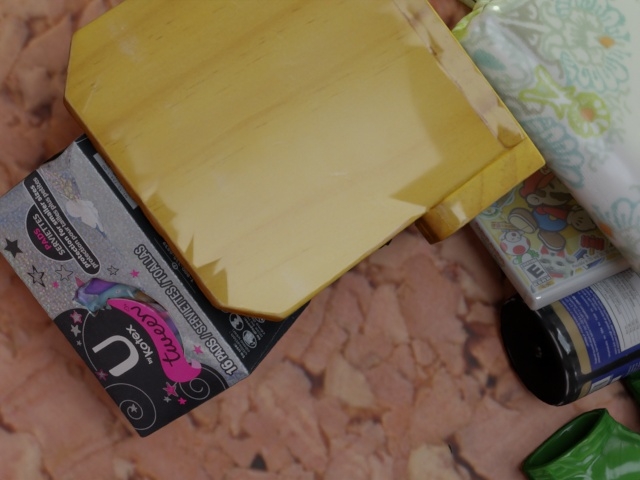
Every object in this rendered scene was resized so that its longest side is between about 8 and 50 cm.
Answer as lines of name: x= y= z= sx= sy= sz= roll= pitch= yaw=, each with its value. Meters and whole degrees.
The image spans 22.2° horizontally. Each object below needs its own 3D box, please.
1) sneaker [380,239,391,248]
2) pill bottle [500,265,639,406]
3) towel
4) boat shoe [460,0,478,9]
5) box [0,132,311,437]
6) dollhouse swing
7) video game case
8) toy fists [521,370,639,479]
sneaker: x=0.000 y=0.000 z=1.574 sx=0.170 sy=0.063 sz=0.075 roll=-21 pitch=85 yaw=-24
pill bottle: x=0.301 y=0.071 z=1.637 sx=0.219 sy=0.123 sz=0.123 roll=-22 pitch=92 yaw=-20
towel: x=0.320 y=-0.182 z=1.575 sx=0.320 sy=0.090 sz=0.374 roll=47 pitch=57 yaw=-10
boat shoe: x=0.233 y=-0.257 z=1.671 sx=0.226 sy=0.076 sz=0.083 roll=19 pitch=79 yaw=-16
box: x=-0.155 y=0.019 z=1.448 sx=0.247 sy=0.142 sz=0.163 roll=53 pitch=30 yaw=-6
dollhouse swing: x=-0.027 y=-0.114 z=1.478 sx=0.305 sy=0.315 sz=0.347 roll=-37 pitch=89 yaw=-1
video game case: x=0.251 y=-0.053 z=1.630 sx=0.227 sy=0.026 sz=0.206 roll=-23 pitch=60 yaw=-19
toy fists: x=0.342 y=0.213 z=1.652 sx=0.279 sy=0.096 sz=0.142 roll=-37 pitch=98 yaw=-19
